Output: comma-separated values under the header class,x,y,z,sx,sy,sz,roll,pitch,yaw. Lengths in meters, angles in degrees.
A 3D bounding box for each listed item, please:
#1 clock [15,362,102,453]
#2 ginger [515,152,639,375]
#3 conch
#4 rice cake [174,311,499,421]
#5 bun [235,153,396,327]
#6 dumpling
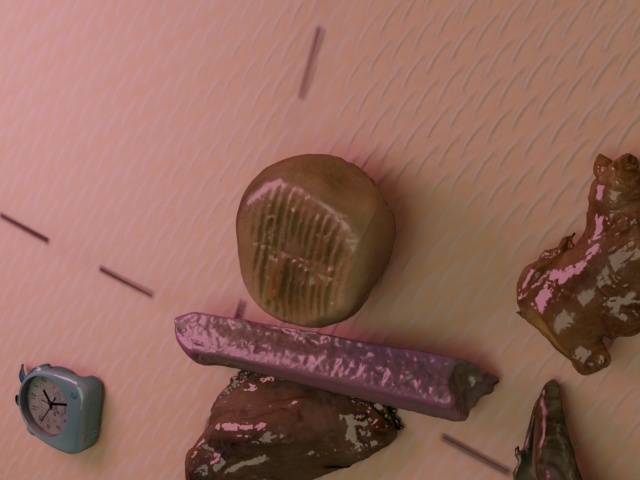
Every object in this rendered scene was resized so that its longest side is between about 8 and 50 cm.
class,x,y,z,sx,sy,sz,roll,pitch,yaw
clock,-0.361,0.215,1.650,0.147,0.045,0.108,18,107,28
ginger,0.284,0.026,1.218,0.137,0.074,0.213,37,110,20
conch,0.269,0.346,1.247,0.203,0.170,0.386,-42,34,53
rice cake,0.002,0.138,1.394,0.399,0.070,0.064,8,71,30
bun,0.000,0.000,1.351,0.178,0.128,0.193,27,123,24
dumpling,-0.075,0.234,1.457,0.332,0.086,0.166,-33,81,24
